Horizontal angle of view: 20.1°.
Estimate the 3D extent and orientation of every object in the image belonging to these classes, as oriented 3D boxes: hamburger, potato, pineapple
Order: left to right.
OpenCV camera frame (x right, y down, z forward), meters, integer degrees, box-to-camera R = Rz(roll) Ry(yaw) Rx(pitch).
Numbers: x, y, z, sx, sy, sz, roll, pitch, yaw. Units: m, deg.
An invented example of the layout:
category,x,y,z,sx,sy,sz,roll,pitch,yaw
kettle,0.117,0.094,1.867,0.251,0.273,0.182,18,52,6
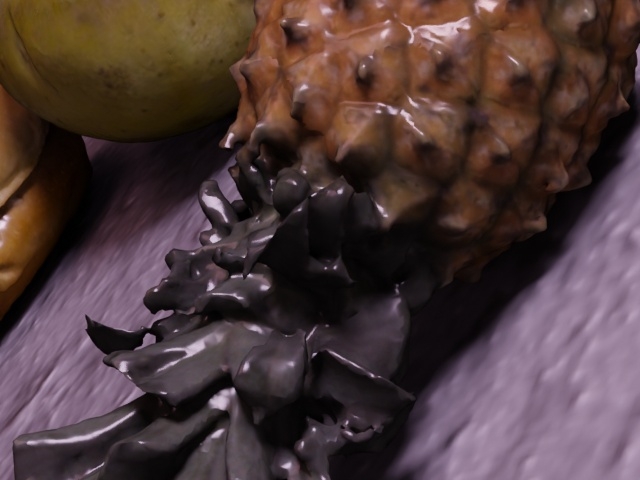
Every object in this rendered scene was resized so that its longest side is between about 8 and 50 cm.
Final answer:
category,x,y,z,sx,sy,sz,roll,pitch,yaw
hamburger,-0.228,-0.004,0.994,0.283,0.144,0.156,-52,20,-15
potato,-0.088,-0.134,0.931,0.197,0.149,0.228,-30,19,-27
pineapple,0.000,0.000,0.559,0.248,0.128,0.128,-58,22,-16
